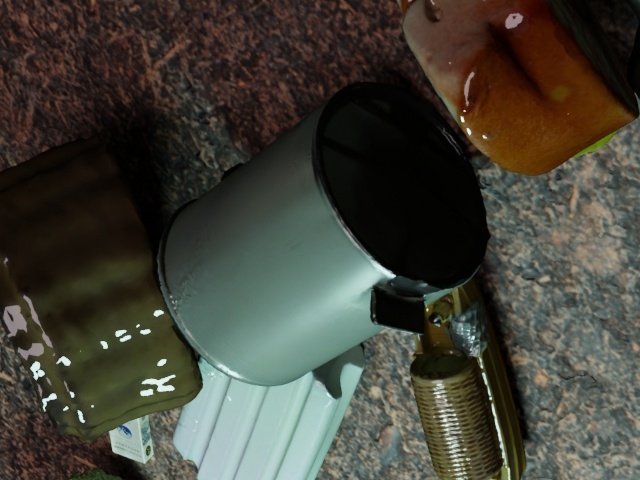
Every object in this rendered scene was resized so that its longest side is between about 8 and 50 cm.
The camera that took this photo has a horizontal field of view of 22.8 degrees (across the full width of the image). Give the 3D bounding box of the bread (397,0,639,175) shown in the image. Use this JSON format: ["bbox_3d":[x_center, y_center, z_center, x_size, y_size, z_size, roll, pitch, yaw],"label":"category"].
[{"bbox_3d":[0.133,-0.210,1.267,0.114,0.295,0.328,-30,73,18],"label":"bread"}]

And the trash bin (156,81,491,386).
[{"bbox_3d":[0.000,0.000,1.565,0.217,0.277,0.262,18,143,-35],"label":"trash bin"}]

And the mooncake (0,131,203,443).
[{"bbox_3d":[-0.262,0.056,1.726,0.324,0.187,0.324,156,90,-81],"label":"mooncake"}]

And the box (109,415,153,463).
[{"bbox_3d":[-0.249,0.246,2.070,0.054,0.024,0.083,18,131,26],"label":"box"}]

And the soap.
[{"bbox_3d":[-0.065,0.194,1.853,0.173,0.095,0.289,31,134,11],"label":"soap"}]

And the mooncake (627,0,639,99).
[{"bbox_3d":[0.327,-0.236,1.133,0.351,0.187,0.351,-1,122,-1],"label":"mooncake"}]

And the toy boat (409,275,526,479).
[{"bbox_3d":[0.148,0.166,1.670,0.089,0.115,0.310,4,123,32],"label":"toy boat"}]

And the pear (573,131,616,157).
[{"bbox_3d":[0.229,-0.120,1.421,0.092,0.097,0.092,23,172,3],"label":"pear"}]

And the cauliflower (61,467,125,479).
[{"bbox_3d":[-0.305,0.450,2.162,0.272,0.275,0.250,35,-176,-34],"label":"cauliflower"}]
